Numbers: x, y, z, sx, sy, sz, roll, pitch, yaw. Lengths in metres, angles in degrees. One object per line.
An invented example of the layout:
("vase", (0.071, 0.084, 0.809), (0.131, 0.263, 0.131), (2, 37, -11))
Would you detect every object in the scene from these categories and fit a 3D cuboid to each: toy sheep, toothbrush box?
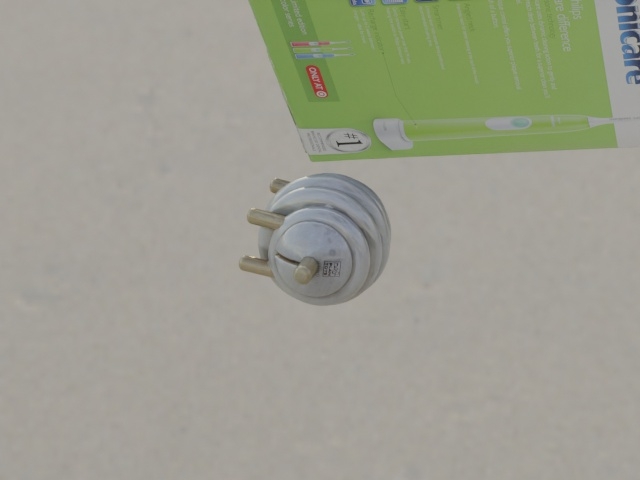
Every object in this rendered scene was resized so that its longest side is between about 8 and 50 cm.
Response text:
("toy sheep", (0.000, 0.000, 1.201), (0.091, 0.091, 0.132), (11, 27, 10))
("toothbrush box", (0.111, -0.161, 1.309), (0.283, 0.206, 0.122), (-1, 58, 15))
